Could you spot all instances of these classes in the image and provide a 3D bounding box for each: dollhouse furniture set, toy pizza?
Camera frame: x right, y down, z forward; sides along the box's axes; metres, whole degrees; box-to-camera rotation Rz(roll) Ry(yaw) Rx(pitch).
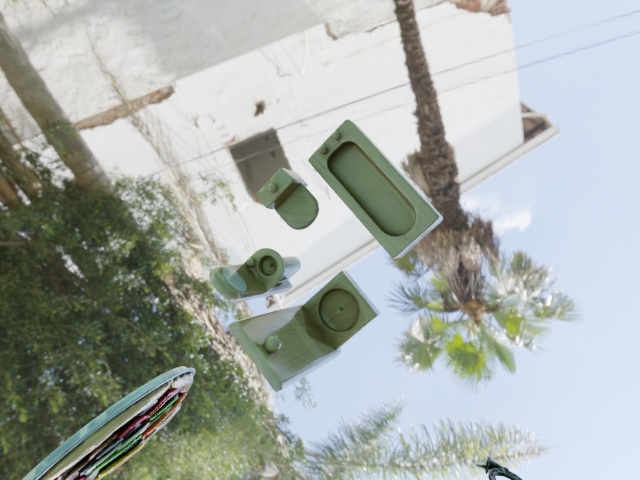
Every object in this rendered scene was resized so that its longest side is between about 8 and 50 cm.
[{"bbox_3d":[0.000,0.000,0.401,0.151,0.123,0.144,-44,-105,16],"label":"dollhouse furniture set"},{"bbox_3d":[-0.194,0.193,0.481,0.201,0.201,0.032,-38,-100,-23],"label":"toy pizza"}]

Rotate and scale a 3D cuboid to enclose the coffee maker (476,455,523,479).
[{"bbox_3d":[0.126,0.303,0.400,0.120,0.178,0.171,28,-161,21],"label":"coffee maker"}]
